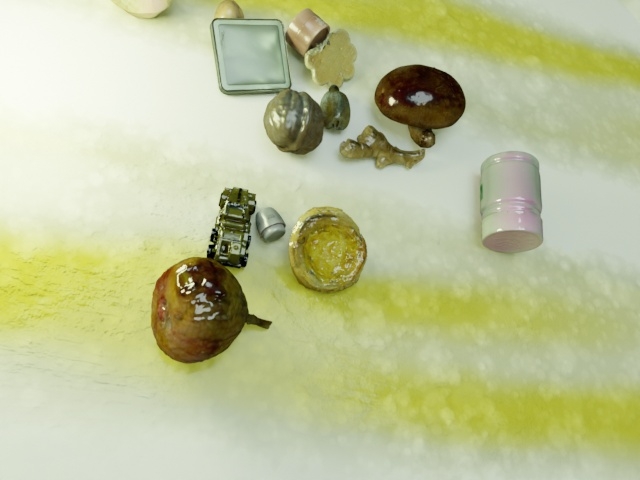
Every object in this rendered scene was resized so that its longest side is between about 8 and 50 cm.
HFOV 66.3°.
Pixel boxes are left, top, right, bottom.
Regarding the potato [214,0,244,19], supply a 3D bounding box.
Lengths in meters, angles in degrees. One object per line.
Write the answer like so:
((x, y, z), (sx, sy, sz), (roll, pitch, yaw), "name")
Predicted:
((-0.339, -0.823, 1.806), (0.112, 0.112, 0.146), (13, 63, -11), "potato")

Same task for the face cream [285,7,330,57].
((-0.049, -0.779, 1.847), (0.104, 0.149, 0.149), (42, 64, 2), "face cream")

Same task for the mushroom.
((0.383, -0.544, 1.853), (0.345, 0.239, 0.345), (24, 45, -27), "mushroom")

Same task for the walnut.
((-0.091, -0.398, 1.669), (0.224, 0.224, 0.224), (6, 68, -14), "walnut")

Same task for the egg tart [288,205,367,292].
((0.019, 0.030, 1.572), (0.291, 0.107, 0.290), (-2, 94, -23), "egg tart")

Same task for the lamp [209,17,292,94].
((-0.247, -0.663, 1.763), (0.269, 0.047, 0.266), (-8, 89, -20), "lamp")

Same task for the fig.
((-0.286, 0.201, 1.386), (0.369, 0.286, 0.286), (18, 61, -47), "fig")

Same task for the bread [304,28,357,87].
((0.047, -0.679, 1.864), (0.251, 0.039, 0.181), (-47, 121, -24), "bread")

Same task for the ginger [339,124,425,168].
((0.226, -0.335, 1.797), (0.334, 0.081, 0.147), (14, 66, -17), "ginger")

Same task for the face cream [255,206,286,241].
((-0.162, -0.051, 1.571), (0.091, 0.091, 0.095), (-19, 69, -22), "face cream")

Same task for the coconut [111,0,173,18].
((-0.619, -0.911, 1.679), (0.260, 0.259, 0.259), (6, 68, -14), "coconut")

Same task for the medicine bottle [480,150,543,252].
((0.693, -0.139, 1.785), (0.212, 0.212, 0.325), (12, 66, -12), "medicine bottle")

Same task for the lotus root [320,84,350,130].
((0.053, -0.491, 1.803), (0.113, 0.088, 0.191), (2, 69, -9), "lotus root")

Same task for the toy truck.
((-0.270, -0.049, 1.522), (0.127, 0.127, 0.256), (11, 64, -10), "toy truck")
